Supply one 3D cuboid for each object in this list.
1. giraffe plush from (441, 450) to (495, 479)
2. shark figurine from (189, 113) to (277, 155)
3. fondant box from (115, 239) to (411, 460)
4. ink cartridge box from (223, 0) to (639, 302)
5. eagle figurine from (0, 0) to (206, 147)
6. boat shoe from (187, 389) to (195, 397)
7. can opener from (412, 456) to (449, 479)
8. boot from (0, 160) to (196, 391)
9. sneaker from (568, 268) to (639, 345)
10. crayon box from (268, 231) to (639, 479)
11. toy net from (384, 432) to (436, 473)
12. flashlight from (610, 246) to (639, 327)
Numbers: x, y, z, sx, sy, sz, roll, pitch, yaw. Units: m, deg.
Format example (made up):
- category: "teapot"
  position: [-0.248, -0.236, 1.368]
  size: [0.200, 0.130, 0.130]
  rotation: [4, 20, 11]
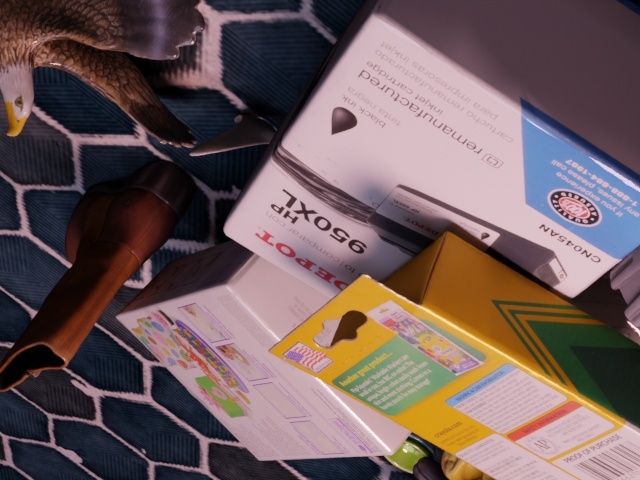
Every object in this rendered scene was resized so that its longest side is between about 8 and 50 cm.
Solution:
- category: "giraffe plush"
  position: [0.242, 0.274, 1.865]
  size: [0.170, 0.210, 0.181]
  rotation: [25, 180, -22]
- category: "shark figurine"
  position: [0.003, -0.016, 1.696]
  size: [0.166, 0.116, 0.278]
  rotation: [0, 139, 38]
- category: "fondant box"
  position: [-0.052, 0.115, 1.758]
  size: [0.238, 0.096, 0.330]
  rotation: [46, 155, -13]
- category: "ink cartridge box"
  position: [0.120, -0.071, 1.463]
  size: [0.285, 0.166, 0.395]
  rotation: [32, 148, -5]
- category: "eagle figurine"
  position: [-0.260, -0.199, 1.630]
  size: [0.298, 0.225, 0.226]
  rotation: [0, -169, -4]
- category: "boat shoe"
  position: [-0.059, 0.153, 2.012]
  size: [0.254, 0.079, 0.095]
  rotation: [-8, 130, 42]
- category: "can opener"
  position: [0.183, 0.315, 1.959]
  size: [0.186, 0.073, 0.059]
  rotation: [33, 147, 10]
- category: "boot"
  position: [-0.268, 0.062, 1.864]
  size: [0.096, 0.280, 0.264]
  rotation: [44, 146, -21]
- category: "sneaker"
  position: [0.325, 0.135, 1.626]
  size: [0.262, 0.121, 0.099]
  rotation: [38, 147, -12]
- category: "crayon box"
  position: [0.142, 0.111, 1.471]
  size: [0.323, 0.083, 0.203]
  rotation: [30, 149, -12]
- category: "toy net"
  position: [0.033, 0.207, 2.041]
  size: [0.232, 0.045, 0.122]
  rotation: [14, 145, 26]
- category: "flashlight"
  position: [0.334, -0.019, 1.274]
  size: [0.103, 0.103, 0.304]
  rotation: [37, 139, -1]
